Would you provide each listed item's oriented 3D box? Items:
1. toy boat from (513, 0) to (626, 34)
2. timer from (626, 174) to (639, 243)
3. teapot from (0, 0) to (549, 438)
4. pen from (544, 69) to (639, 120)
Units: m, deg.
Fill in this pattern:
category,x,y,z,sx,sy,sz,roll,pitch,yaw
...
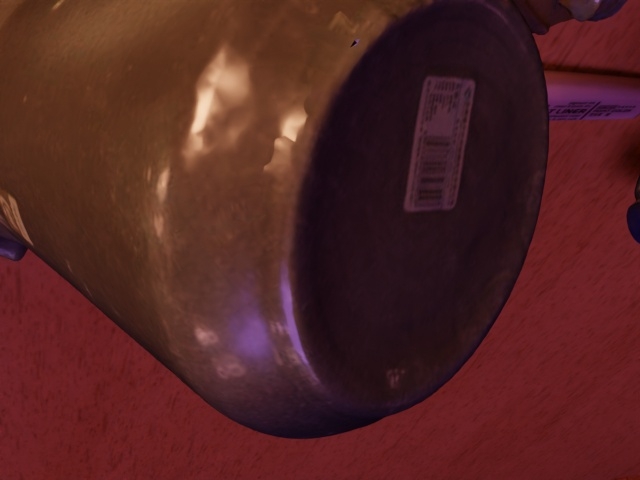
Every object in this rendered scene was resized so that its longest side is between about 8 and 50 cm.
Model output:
category,x,y,z,sx,sy,sz,roll,pitch,yaw
toy boat,0.068,-0.236,0.658,0.162,0.136,0.445,-45,151,8
timer,0.390,-0.052,1.173,0.270,0.271,0.383,-7,172,-14
teapot,-0.082,-0.075,0.699,0.344,0.300,0.253,15,-146,35
pen,0.194,-0.121,1.125,0.197,0.032,0.053,-2,155,-28
